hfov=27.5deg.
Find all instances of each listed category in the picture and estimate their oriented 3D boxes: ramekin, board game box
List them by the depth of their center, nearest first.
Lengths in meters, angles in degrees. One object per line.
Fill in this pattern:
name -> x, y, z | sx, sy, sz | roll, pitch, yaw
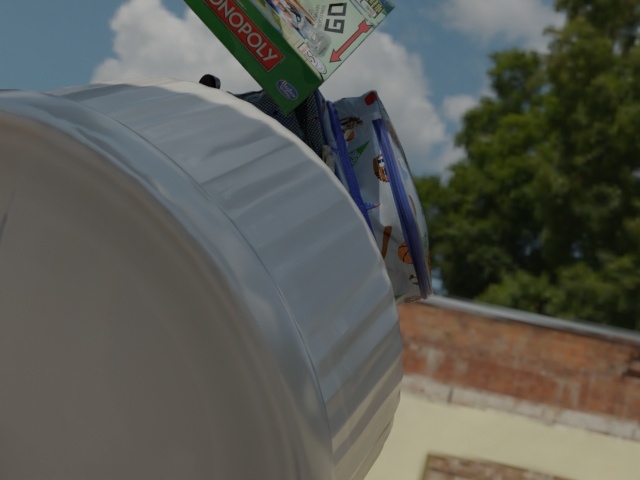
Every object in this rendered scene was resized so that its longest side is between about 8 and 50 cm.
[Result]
ramekin -> -0.084, 0.046, 0.618 | 0.272, 0.273, 0.127 | 6, 26, 34
board game box -> -0.047, -0.240, 1.138 | 0.213, 0.046, 0.317 | 48, 24, -7

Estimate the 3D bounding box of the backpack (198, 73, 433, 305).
backpack -> 0.000, 0.000, 1.258 | 0.213, 0.263, 0.276 | -12, -30, 12
